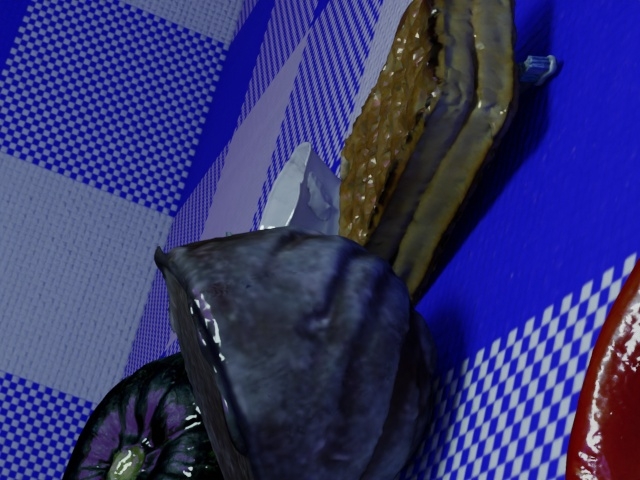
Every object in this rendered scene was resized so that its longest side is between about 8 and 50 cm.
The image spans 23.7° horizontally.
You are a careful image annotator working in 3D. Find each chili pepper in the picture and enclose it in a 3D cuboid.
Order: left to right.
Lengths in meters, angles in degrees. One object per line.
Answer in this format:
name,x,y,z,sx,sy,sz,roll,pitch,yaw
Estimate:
chili pepper,0.208,0.065,0.841,0.137,0.092,0.368,15,86,66

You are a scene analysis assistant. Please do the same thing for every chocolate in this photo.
chocolate,-0.003,0.119,1.359,0.303,0.213,0.303,160,90,-79

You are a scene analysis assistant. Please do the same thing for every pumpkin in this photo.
pumpkin,-0.133,0.273,1.630,0.315,0.238,0.315,-32,42,34

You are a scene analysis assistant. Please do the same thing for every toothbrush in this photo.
toothbrush,0.164,-0.130,1.505,0.304,0.030,0.030,141,148,-72

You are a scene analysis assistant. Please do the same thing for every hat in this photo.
hat,0.000,0.000,1.747,0.203,0.126,0.203,-159,90,-78

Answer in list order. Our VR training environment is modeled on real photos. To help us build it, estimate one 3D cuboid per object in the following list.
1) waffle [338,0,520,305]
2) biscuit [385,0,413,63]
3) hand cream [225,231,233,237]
waffle,0.099,-0.099,1.487,0.308,0.091,0.213,114,165,-47
biscuit,0.100,-0.180,1.810,0.284,0.043,0.306,-147,78,-78
hand cream,-0.032,0.090,1.610,0.275,0.050,0.079,42,110,46
